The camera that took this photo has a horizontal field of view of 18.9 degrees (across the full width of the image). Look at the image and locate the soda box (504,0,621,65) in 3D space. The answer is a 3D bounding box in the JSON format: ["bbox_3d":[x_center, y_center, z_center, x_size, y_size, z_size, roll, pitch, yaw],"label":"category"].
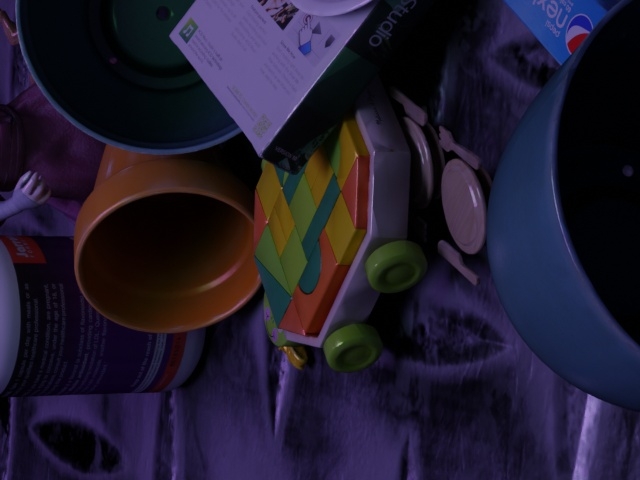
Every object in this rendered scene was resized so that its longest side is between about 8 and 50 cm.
[{"bbox_3d":[0.218,-0.182,1.548,0.210,0.071,0.067,57,136,42],"label":"soda box"}]

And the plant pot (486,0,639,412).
[{"bbox_3d":[0.247,-0.012,1.313,0.235,0.293,0.293,143,123,-69],"label":"plant pot"}]

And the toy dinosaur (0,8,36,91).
[{"bbox_3d":[-0.316,-0.212,2.370,0.200,0.127,0.295,9,105,55],"label":"toy dinosaur"}]

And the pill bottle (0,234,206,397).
[{"bbox_3d":[-0.302,0.084,2.153,0.181,0.323,0.181,-2,87,58],"label":"pill bottle"}]

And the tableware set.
[{"bbox_3d":[0.118,-0.053,1.740,0.194,0.039,0.128,-134,37,-56],"label":"tableware set"}]

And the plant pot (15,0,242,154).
[{"bbox_3d":[-0.165,-0.240,2.020,0.196,0.293,0.293,-125,39,-83],"label":"plant pot"}]

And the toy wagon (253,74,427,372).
[{"bbox_3d":[0.000,0.000,1.875,0.344,0.068,0.267,115,147,-41],"label":"toy wagon"}]

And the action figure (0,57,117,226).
[{"bbox_3d":[-0.375,-0.116,2.224,0.276,0.370,0.248,-39,58,57],"label":"action figure"}]

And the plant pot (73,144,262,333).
[{"bbox_3d":[-0.167,-0.036,2.078,0.188,0.205,0.205,-102,30,-48],"label":"plant pot"}]

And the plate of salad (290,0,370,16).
[{"bbox_3d":[0.028,-0.295,1.722,0.200,0.048,0.199,-22,54,35],"label":"plate of salad"}]

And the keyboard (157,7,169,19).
[{"bbox_3d":[-0.175,-0.206,2.228,0.100,0.038,0.192,-59,43,39],"label":"keyboard"}]

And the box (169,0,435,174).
[{"bbox_3d":[0.011,-0.250,1.796,0.322,0.058,0.232,-52,43,15],"label":"box"}]
